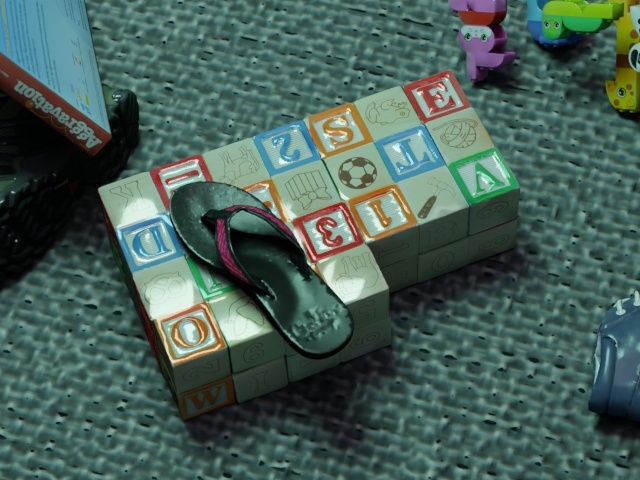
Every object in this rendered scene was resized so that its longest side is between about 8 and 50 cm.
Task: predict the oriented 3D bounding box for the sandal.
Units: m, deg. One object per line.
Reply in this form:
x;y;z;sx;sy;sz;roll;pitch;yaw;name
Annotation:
-0.041;0.011;1.326;0.067;0.040;0.179;-36;63;-20;sandal

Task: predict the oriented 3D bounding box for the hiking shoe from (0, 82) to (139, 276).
-0.250;-0.055;1.468;0.114;0.086;0.227;26;52;27;hiking shoe

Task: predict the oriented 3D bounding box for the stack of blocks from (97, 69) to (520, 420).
0.000;0.000;1.409;0.297;0.087;0.171;-20;59;-11;stack of blocks

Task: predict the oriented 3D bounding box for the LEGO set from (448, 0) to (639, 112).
0.222;-0.151;1.502;0.227;0.093;0.087;9;16;39;LEGO set

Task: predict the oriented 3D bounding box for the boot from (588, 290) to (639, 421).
0.255;0.050;1.378;0.086;0.069;0.190;12;60;6;boot

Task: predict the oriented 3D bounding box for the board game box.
-0.240;-0.184;1.459;0.027;0.145;0.281;-42;33;15;board game box
